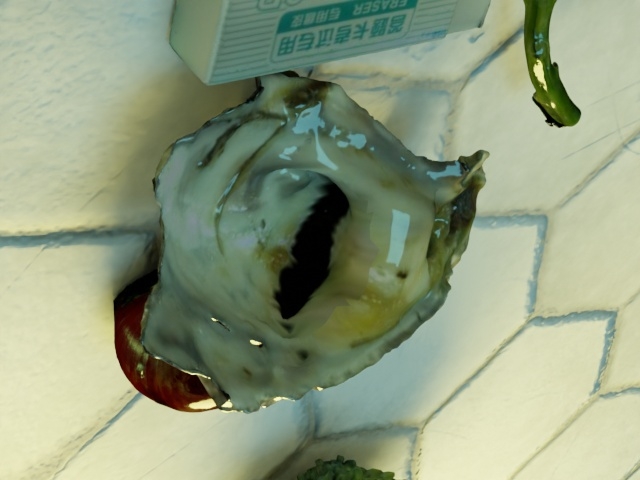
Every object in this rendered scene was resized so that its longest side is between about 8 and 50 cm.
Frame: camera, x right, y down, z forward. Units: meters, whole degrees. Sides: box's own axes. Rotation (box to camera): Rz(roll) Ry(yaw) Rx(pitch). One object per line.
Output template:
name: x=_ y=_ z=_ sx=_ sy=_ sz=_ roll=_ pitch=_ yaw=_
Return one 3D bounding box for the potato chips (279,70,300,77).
potato chips: x=-0.032 y=-0.035 z=1.118 sx=0.037 sy=0.026 sz=0.204 roll=-40 pitch=150 yaw=-30

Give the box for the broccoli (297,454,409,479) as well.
broccoli: x=0.034 y=0.309 z=1.418 sx=0.260 sy=0.235 sz=0.288 roll=-16 pitch=165 yaw=22

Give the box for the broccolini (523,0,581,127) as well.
broccolini: x=0.193 y=-0.194 z=1.142 sx=0.123 sy=0.062 sz=0.271 roll=-16 pitch=136 yaw=-13

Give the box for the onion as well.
onion: x=-0.079 y=0.066 z=1.110 sx=0.117 sy=0.118 sz=0.118 roll=-46 pitch=148 yaw=-4

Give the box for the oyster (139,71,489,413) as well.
oyster: x=-0.009 y=-0.002 z=1.050 sx=0.275 sy=0.100 sz=0.271 roll=-57 pitch=138 yaw=-18

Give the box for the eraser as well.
eraser: x=0.017 y=-0.163 z=0.995 sx=0.225 sy=0.052 sz=0.095 roll=-17 pitch=138 yaw=-36
